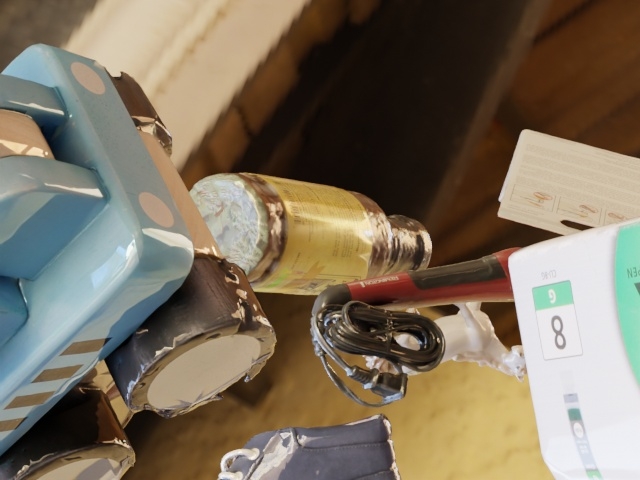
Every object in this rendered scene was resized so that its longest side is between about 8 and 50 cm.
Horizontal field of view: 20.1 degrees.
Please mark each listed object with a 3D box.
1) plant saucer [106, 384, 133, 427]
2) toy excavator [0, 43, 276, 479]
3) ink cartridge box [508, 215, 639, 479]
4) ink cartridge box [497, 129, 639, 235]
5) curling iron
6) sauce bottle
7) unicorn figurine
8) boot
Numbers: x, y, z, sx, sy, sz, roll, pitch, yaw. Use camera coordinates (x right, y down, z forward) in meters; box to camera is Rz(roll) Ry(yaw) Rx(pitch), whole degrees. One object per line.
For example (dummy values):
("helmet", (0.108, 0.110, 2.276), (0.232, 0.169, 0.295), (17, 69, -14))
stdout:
("plant saucer", (-0.207, 0.162, 1.502), (0.168, 0.029, 0.168), (-43, -13, -13))
("toy excavator", (-0.220, -0.023, 1.045), (0.433, 0.222, 0.445), (-43, -29, 25))
("ink cartridge box", (0.148, 0.098, 0.640), (0.056, 0.181, 0.224), (-6, -95, -25))
("ink cartridge box", (0.259, -0.022, 1.677), (0.232, 0.189, 0.066), (-64, -12, -60))
("curling iron", (0.112, 0.033, 0.979), (0.274, 0.035, 0.068), (-13, -101, -30))
("sauce bottle", (0.000, 0.000, 1.766), (0.344, 0.111, 0.111), (7, -76, -56))
("unicorn figurine", (0.112, 0.079, 1.500), (0.162, 0.060, 0.111), (-9, -53, 7))
("boot", (-0.046, 0.150, 0.995), (0.190, 0.069, 0.086), (-10, -93, -2))
